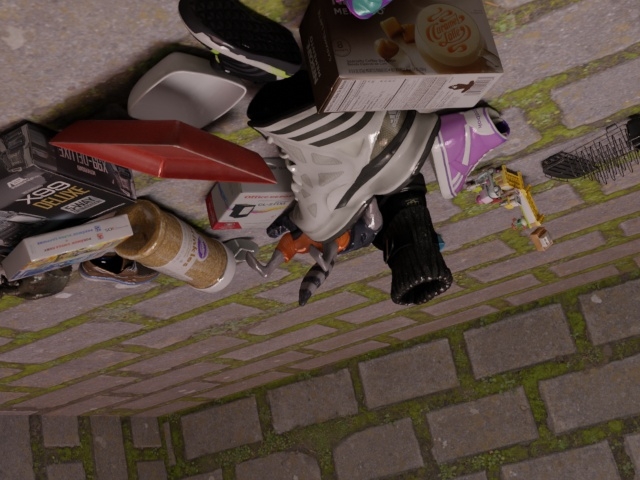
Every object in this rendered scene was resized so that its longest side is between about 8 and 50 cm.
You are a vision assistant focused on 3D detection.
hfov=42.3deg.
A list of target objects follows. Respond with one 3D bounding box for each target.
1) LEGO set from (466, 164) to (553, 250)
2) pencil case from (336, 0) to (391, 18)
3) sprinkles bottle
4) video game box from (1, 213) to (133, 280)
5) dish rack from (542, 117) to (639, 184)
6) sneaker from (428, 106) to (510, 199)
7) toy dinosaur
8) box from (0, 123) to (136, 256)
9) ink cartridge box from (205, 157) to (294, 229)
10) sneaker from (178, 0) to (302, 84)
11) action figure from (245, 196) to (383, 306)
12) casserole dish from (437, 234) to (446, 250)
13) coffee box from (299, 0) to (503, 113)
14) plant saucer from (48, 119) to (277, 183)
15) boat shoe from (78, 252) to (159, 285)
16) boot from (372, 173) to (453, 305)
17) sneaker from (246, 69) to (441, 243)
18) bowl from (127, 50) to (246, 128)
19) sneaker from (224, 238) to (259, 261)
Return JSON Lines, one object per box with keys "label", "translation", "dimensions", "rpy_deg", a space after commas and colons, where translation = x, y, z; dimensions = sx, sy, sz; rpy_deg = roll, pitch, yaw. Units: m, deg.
{"label": "LEGO set", "translation": [0.430, -0.079, 1.922], "dimensions": [0.107, 0.132, 0.287], "rpy_deg": [-19, 140, 34]}
{"label": "pencil case", "translation": [0.090, -0.339, 1.022], "dimensions": [0.152, 0.064, 0.070], "rpy_deg": [-30, 171, 40]}
{"label": "sprinkles bottle", "translation": [-0.299, 0.020, 1.723], "dimensions": [0.121, 0.121, 0.355], "rpy_deg": [-18, 161, 13]}
{"label": "video game box", "translation": [-0.459, 0.014, 1.493], "dimensions": [0.187, 0.048, 0.205], "rpy_deg": [-20, 179, -33]}
{"label": "dish rack", "translation": [0.647, -0.183, 1.859], "dimensions": [0.208, 0.074, 0.271], "rpy_deg": [7, 153, -46]}
{"label": "sneaker", "translation": [0.294, -0.169, 1.617], "dimensions": [0.161, 0.102, 0.282], "rpy_deg": [-18, 161, 5]}
{"label": "toy dinosaur", "translation": [-0.582, 0.078, 1.705], "dimensions": [0.160, 0.121, 0.313], "rpy_deg": [-1, 156, -15]}
{"label": "box", "translation": [-0.504, -0.073, 1.372], "dimensions": [0.307, 0.076, 0.242], "rpy_deg": [-20, 162, 21]}
{"label": "ink cartridge box", "translation": [-0.133, -0.088, 1.597], "dimensions": [0.127, 0.072, 0.175], "rpy_deg": [-3, 160, -27]}
{"label": "sneaker", "translation": [-0.118, -0.252, 1.104], "dimensions": [0.097, 0.084, 0.235], "rpy_deg": [-23, 160, 30]}
{"label": "action figure", "translation": [0.000, 0.000, 1.740], "dimensions": [0.341, 0.178, 0.330], "rpy_deg": [-26, -176, 46]}
{"label": "casserole dish", "translation": [0.271, 0.027, 2.279], "dimensions": [0.114, 0.037, 0.188], "rpy_deg": [-7, 160, -17]}
{"label": "coffee box", "translation": [0.109, -0.263, 1.141], "dimensions": [0.246, 0.141, 0.098], "rpy_deg": [-5, 161, -20]}
{"label": "plant saucer", "translation": [-0.236, -0.139, 1.283], "dimensions": [0.258, 0.048, 0.259], "rpy_deg": [5, 175, 31]}
{"label": "boat shoe", "translation": [-0.438, 0.060, 1.834], "dimensions": [0.183, 0.066, 0.066], "rpy_deg": [-2, 157, -32]}
{"label": "boot", "translation": [0.189, 0.030, 1.867], "dimensions": [0.131, 0.260, 0.348], "rpy_deg": [-12, 161, -5]}
{"label": "sneaker", "translation": [-0.010, -0.155, 1.360], "dimensions": [0.257, 0.169, 0.447], "rpy_deg": [30, 155, -11]}
{"label": "bowl", "translation": [-0.196, -0.220, 1.193], "dimensions": [0.142, 0.053, 0.142], "rpy_deg": [6, 155, -45]}
{"label": "sneaker", "translation": [-0.218, 0.029, 1.935], "dimensions": [0.152, 0.054, 0.061], "rpy_deg": [-11, 177, 1]}
